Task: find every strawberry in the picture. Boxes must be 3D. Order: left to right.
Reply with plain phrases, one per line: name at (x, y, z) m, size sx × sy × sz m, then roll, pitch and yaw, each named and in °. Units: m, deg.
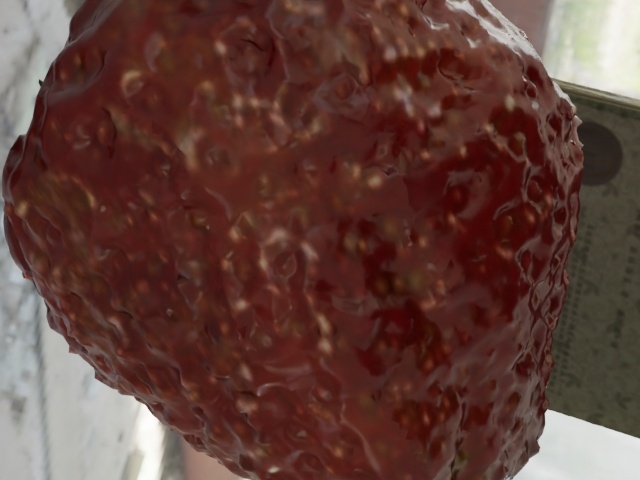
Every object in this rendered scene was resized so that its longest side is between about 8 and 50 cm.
strawberry at (0.000, 0.000, 0.635) m, size 0.277 × 0.257 × 0.257 m, roll 62°, pitch 2°, yaw 18°

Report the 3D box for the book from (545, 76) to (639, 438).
book at (0.254, 0.039, 0.882) m, size 0.021 × 0.310 × 0.217 m, roll -35°, pitch 137°, yaw -57°
